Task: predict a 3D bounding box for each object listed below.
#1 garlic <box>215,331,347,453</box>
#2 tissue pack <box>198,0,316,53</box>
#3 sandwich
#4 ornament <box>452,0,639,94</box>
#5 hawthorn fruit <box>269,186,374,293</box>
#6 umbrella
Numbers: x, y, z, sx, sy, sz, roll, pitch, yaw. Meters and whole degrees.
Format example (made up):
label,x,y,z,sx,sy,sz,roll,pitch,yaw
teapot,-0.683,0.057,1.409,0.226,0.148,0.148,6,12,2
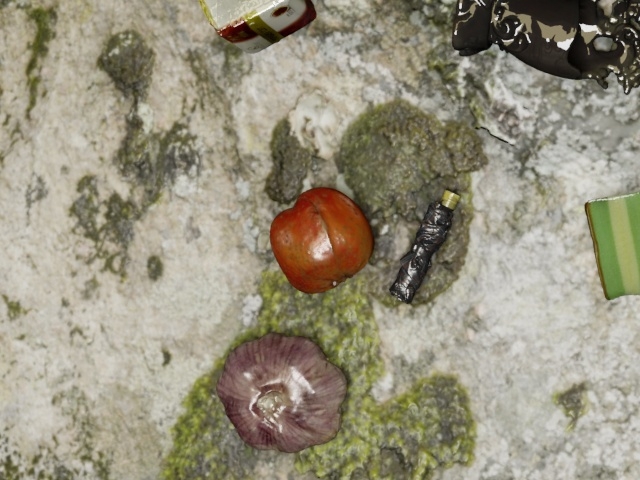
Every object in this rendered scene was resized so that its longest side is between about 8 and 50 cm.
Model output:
label,x,y,z,sx,sy,sz,roll,pitch,yaw
garlic,-0.046,0.182,1.724,0.159,0.102,0.147,28,92,11
tissue pack,-0.078,-0.291,1.727,0.106,0.148,0.099,-25,83,10
sandwich,0.348,0.008,1.661,0.074,0.074,0.116,-10,85,12
ornament,0.294,-0.303,1.682,0.260,0.106,0.251,7,91,7
hawthorn fruit,0.000,0.000,1.719,0.128,0.128,0.128,-1,87,12
umbrella,0.125,0.007,1.728,0.037,0.040,0.144,27,92,21
